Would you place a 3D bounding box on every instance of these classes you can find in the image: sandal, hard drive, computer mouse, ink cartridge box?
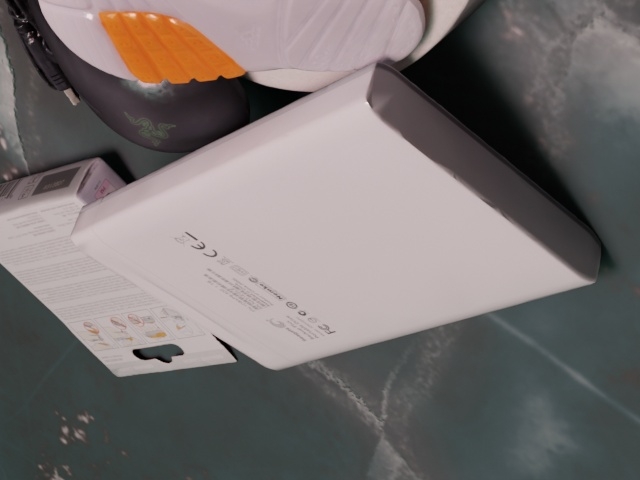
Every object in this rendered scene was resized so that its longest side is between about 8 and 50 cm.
[{"bbox_3d":[-0.057,-0.162,0.956,0.265,0.076,0.102,4,141,13],"label":"sandal"},{"bbox_3d":[0.000,0.000,1.084,0.233,0.047,0.353,35,146,-29],"label":"hard drive"},{"bbox_3d":[-0.167,-0.132,1.095,0.272,0.072,0.188,29,158,36],"label":"computer mouse"},{"bbox_3d":[-0.201,0.030,1.353,0.189,0.066,0.232,-11,134,43],"label":"ink cartridge box"}]

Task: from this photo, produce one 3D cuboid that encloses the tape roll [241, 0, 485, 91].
[{"bbox_3d":[-0.038,-0.286,0.943,0.392,0.072,0.392,22,133,26],"label":"tape roll"}]
